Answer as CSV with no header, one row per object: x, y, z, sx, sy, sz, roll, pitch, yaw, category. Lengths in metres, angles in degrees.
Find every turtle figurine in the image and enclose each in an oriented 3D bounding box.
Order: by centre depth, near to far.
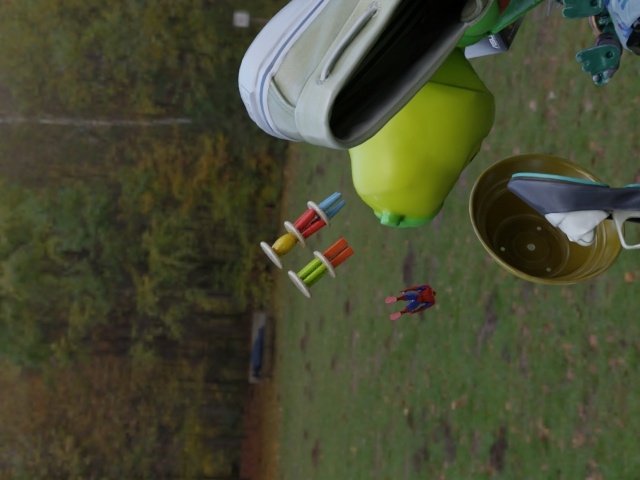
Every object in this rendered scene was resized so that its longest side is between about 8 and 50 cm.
0.395,-0.315,1.338,0.175,0.118,0.234,53,-154,-4,turtle figurine

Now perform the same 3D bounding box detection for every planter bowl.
0.307,-0.011,1.313,0.090,0.217,0.217,98,174,-57,planter bowl

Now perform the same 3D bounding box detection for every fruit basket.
0.135,-0.213,1.060,0.392,0.282,0.392,161,90,-80,fruit basket

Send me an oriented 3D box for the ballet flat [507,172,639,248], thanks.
0.284,-0.027,0.908,0.074,0.203,0.074,4,-90,-79,ballet flat

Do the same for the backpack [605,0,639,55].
0.508,-0.330,1.091,0.290,0.355,0.273,50,-163,-84,backpack

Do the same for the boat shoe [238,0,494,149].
0.077,-0.172,0.605,0.094,0.302,0.109,34,171,42,boat shoe

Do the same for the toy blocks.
0.000,0.000,1.444,0.123,0.148,0.054,45,169,25,toy blocks

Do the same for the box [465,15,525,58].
0.240,-0.373,1.465,0.056,0.183,0.231,56,-131,-33,box

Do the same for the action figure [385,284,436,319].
0.132,0.084,1.318,0.030,0.115,0.038,-24,83,39,action figure
